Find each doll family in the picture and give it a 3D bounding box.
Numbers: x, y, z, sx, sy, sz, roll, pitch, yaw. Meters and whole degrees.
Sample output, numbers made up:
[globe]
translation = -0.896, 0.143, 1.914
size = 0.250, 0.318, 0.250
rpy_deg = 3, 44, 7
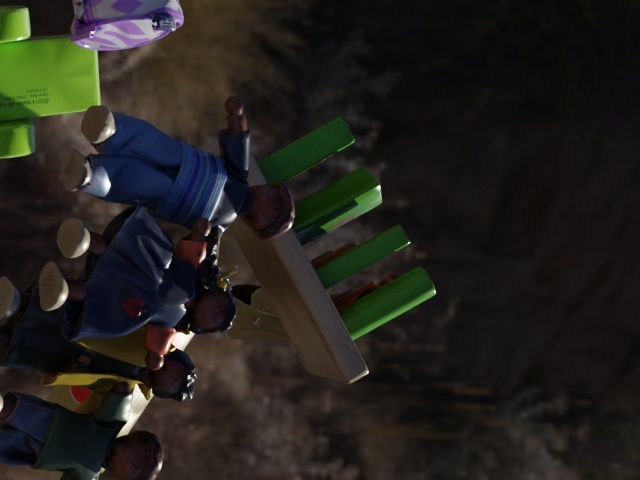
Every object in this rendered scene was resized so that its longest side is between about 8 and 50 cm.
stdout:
[doll family]
translation = -0.079, 0.027, 0.730
size = 0.193, 0.111, 0.076
rpy_deg = -57, -146, 19

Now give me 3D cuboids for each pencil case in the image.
[pencil case]
translation = -0.158, -0.233, 1.185
size = 0.086, 0.088, 0.206
rpy_deg = -22, -102, 48

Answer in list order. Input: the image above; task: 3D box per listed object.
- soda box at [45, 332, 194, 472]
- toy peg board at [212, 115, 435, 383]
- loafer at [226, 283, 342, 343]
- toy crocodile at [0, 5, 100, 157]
[soda box]
translation = -0.172, 0.108, 1.451
size = 0.181, 0.058, 0.061
rpy_deg = -56, 155, -6
[toy peg board]
translation = 0.000, 0.000, 1.070
size = 0.161, 0.079, 0.160
rpy_deg = 62, -9, -2
[loafer]
translation = -0.036, 0.061, 1.508
size = 0.056, 0.148, 0.050
rpy_deg = -35, 111, -47
[toy crocodile]
translation = -0.311, -0.108, 1.250
size = 0.105, 0.341, 0.115
rpy_deg = 11, -68, 47
